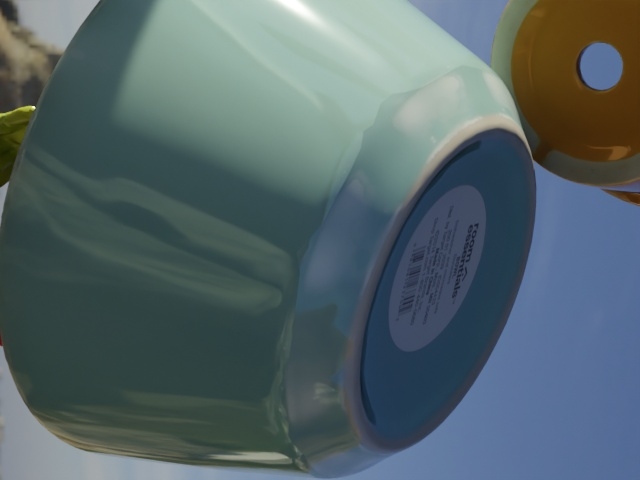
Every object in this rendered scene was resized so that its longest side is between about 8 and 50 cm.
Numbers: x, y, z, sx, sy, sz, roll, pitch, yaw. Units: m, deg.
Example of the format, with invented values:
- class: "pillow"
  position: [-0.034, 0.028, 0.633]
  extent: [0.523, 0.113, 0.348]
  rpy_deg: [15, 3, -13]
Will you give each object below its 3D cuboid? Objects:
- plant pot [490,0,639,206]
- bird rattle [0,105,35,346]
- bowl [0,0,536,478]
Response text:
- class: "plant pot"
  position: [0.197, -0.109, 0.825]
  extent: [0.188, 0.205, 0.205]
  rpy_deg: [-19, 114, -57]
- class: "bird rattle"
  position: [-0.171, 0.013, 0.994]
  extent: [0.207, 0.143, 0.253]
  rpy_deg: [37, -47, 33]
- class: "bowl"
  position: [0.000, 0.000, 0.732]
  extent: [0.163, 0.311, 0.311]
  rpy_deg: [23, -57, 29]
